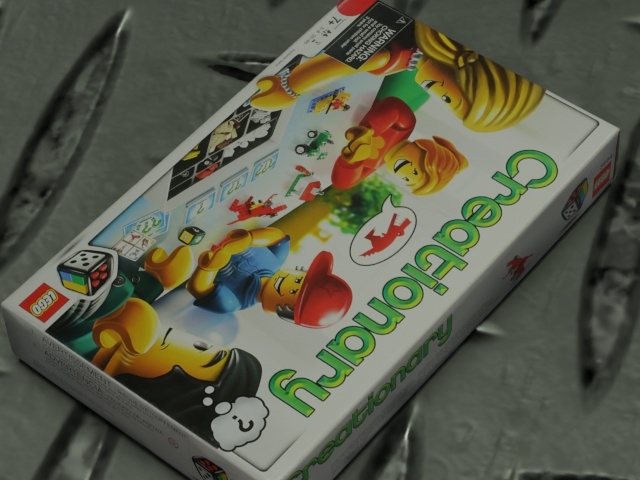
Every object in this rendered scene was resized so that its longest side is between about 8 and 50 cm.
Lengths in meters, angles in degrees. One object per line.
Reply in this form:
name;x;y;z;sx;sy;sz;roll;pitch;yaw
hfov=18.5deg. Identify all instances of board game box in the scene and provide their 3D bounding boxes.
board game box;0.000;0.000;1.089;0.193;0.053;0.305;31;59;25
